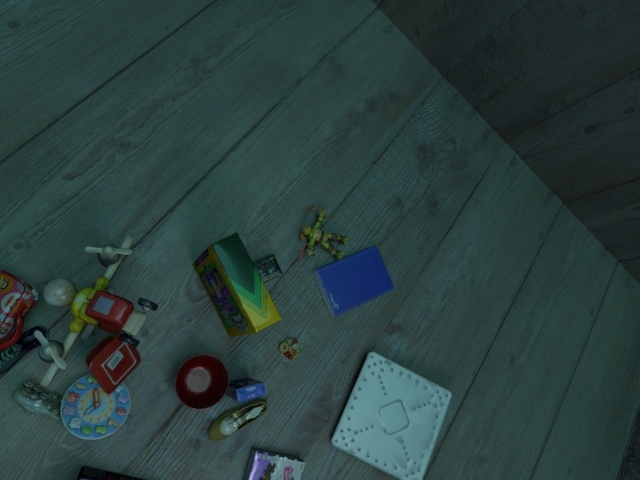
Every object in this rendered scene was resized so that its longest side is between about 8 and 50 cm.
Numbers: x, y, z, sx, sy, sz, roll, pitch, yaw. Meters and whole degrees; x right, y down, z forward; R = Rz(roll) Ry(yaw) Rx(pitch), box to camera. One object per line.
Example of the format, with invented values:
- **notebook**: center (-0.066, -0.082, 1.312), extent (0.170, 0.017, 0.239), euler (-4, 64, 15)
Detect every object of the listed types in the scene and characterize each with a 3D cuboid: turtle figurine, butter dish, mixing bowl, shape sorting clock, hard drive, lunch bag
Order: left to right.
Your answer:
- **lunch bag**: center (-1.009, 0.225, 1.378), extent (0.258, 0.120, 0.293), euler (26, 67, 0)
- **shape sorting clock**: center (-0.719, 0.529, 1.488), extent (0.206, 0.040, 0.206), euler (14, 57, -23)
- **butter dish**: center (-0.696, 0.387, 1.512), extent (0.160, 0.118, 0.159), euler (-53, 144, -44)
- **mixing bowl**: center (-0.420, 0.490, 1.617), extent (0.181, 0.098, 0.181), euler (6, 75, -22)
- **turtle figurine**: center (0.000, 0.000, 1.928), extent (0.217, 0.087, 0.269), euler (27, 59, -22)
- **hard drive**: center (0.145, 0.169, 1.977), extent (0.319, 0.040, 0.210), euler (-21, 87, -27)

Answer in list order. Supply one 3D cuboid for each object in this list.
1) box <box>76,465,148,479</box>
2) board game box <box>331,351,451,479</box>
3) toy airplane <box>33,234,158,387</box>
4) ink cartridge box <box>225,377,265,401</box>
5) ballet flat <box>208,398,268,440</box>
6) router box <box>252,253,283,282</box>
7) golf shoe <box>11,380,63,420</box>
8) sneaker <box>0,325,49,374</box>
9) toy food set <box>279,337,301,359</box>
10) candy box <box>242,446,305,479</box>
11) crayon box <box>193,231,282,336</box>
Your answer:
- **box**: center (-0.632, 0.821, 1.418), extent (0.270, 0.143, 0.165), euler (24, 71, -17)
- **board game box**: center (0.286, 0.706, 1.853), extent (0.390, 0.050, 0.390), euler (28, 71, -3)
- **toy airplane**: center (-0.708, 0.195, 1.412), extent (0.384, 0.386, 0.272), euler (-41, 127, 15)
- **ink cartridge box**: center (-0.269, 0.518, 1.616), extent (0.097, 0.207, 0.046), euler (-5, 81, -25)
- **ballet flat**: center (-0.291, 0.636, 1.654), extent (0.232, 0.073, 0.080), euler (-26, 89, -26)
- **router box**: center (-0.223, 0.117, 1.828), extent (0.122, 0.038, 0.092), euler (-23, 87, -26)
- **golf shoe**: center (-0.870, 0.512, 1.444), extent (0.086, 0.069, 0.176), euler (-37, 111, 13)
- **sneaker**: center (-0.954, 0.338, 1.417), extent (0.224, 0.098, 0.083), euler (-41, 96, -26)
- **toy food set**: center (-0.117, 0.423, 1.811), extent (0.083, 0.020, 0.083), euler (-32, 91, -27)
- **candy box**: center (-0.171, 0.850, 1.656), extent (0.196, 0.070, 0.164), euler (20, 70, -18)
- **crayon box**: center (-0.300, 0.168, 1.600), extent (0.106, 0.363, 0.313), euler (-28, 90, -27)
